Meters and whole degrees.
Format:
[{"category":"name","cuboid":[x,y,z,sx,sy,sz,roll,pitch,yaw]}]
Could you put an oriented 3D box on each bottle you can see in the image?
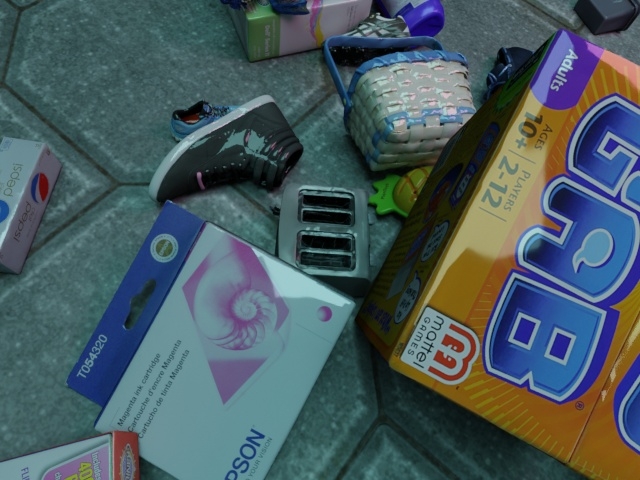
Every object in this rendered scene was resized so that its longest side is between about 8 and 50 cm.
[{"category":"bottle","cuboid":[0.187,-0.595,1.014,0.118,0.092,0.283,-28,69,17]}]

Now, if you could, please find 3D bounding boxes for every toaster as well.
[{"category":"toaster","cuboid":[0.000,0.000,0.728,0.185,0.110,0.168,4,65,-6]}]

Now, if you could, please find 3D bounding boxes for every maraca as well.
[{"category":"maraca","cuboid":[0.184,-0.086,0.802,0.185,0.099,0.127,5,51,21]}]

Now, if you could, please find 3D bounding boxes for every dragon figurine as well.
[{"category":"dragon figurine","cuboid":[-0.056,-0.496,0.820,0.289,0.085,0.144,7,68,-4]}]

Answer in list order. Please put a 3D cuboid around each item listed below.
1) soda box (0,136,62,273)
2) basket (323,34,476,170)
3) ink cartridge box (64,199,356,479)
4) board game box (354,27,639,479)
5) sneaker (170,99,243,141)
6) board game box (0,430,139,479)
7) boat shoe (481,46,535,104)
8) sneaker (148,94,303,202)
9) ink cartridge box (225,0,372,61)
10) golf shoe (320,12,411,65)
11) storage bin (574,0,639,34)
[{"category":"soda box","cuboid":[-0.508,-0.059,0.703,0.069,0.074,0.216,8,66,-4]},{"category":"basket","cuboid":[0.150,-0.283,0.821,0.254,0.201,0.289,-6,70,-12]},{"category":"ink cartridge box","cuboid":[-0.167,0.151,0.605,0.330,0.071,0.324,27,87,3]},{"category":"board game box","cuboid":[0.293,0.051,0.552,0.356,0.356,0.356,28,86,2]},{"category":"sneaker","cuboid":[-0.207,-0.234,0.821,0.162,0.073,0.063,-17,70,-16]},{"category":"board game box","cuboid":[-0.371,0.385,0.489,0.316,0.064,0.242,-14,64,0]},{"category":"boat shoe","cuboid":[0.409,-0.345,0.954,0.089,0.109,0.258,21,49,9]},{"category":"sneaker","cuboid":[-0.154,-0.132,0.768,0.295,0.104,0.147,-40,81,-19]},{"category":"ink cartridge box","cuboid":[-0.023,-0.547,0.957,0.353,0.119,0.207,-17,70,-14]},{"category":"golf shoe","cuboid":[0.097,-0.446,0.941,0.198,0.077,0.094,-4,78,-1]},{"category":"storage bin","cuboid":[0.742,-0.609,1.111,0.091,0.098,0.135,-21,71,-5]}]
